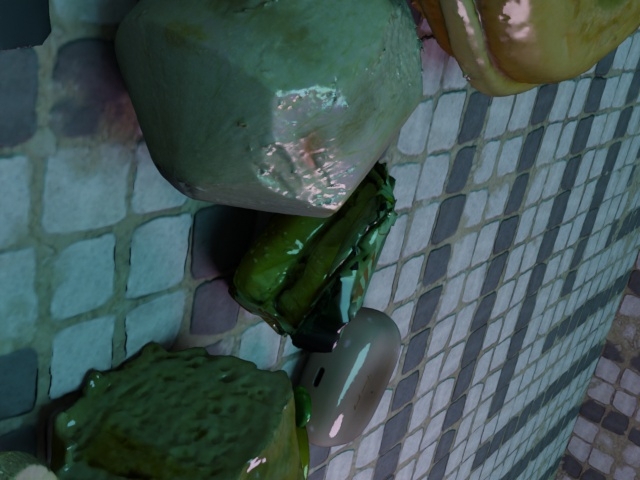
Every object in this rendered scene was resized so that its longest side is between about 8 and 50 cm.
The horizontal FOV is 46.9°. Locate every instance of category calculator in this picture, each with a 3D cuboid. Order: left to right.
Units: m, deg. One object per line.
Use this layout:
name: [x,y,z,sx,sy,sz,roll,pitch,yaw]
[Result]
calculator: [-0.048,0.286,0.929,0.032,0.146,0.235,7,113,-15]

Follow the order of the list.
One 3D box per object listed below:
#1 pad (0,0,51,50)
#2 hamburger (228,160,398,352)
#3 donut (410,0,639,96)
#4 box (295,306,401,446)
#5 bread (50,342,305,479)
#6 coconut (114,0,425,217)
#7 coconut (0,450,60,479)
pad: [-0.224,-0.194,0.460,0.112,0.003,0.157,-24,130,-44]
hamburger: [0.002,0.000,0.751,0.214,0.125,0.235,-62,-179,-8]
donut: [0.266,-0.370,0.820,0.449,0.198,0.449,-32,140,-31]
box: [0.036,0.186,1.006,0.146,0.088,0.200,17,98,-56]
bread: [-0.124,0.247,0.740,0.196,0.238,0.252,-89,-177,-55]
coconut: [-0.040,-0.121,0.581,0.241,0.241,0.241,-33,136,-38]
coconut: [-0.275,0.225,0.580,0.116,0.122,0.116,-12,90,-74]
